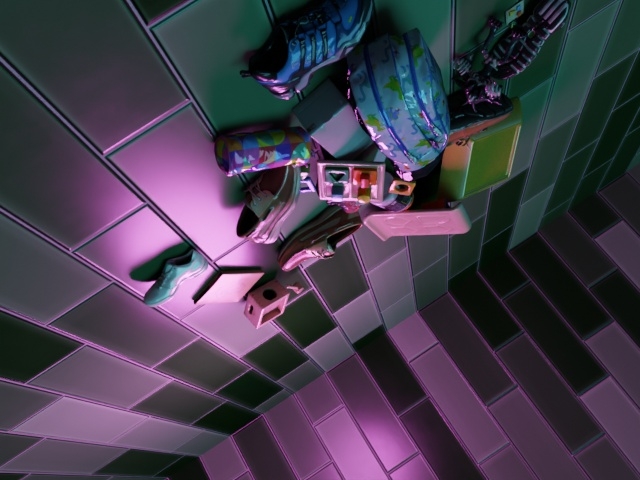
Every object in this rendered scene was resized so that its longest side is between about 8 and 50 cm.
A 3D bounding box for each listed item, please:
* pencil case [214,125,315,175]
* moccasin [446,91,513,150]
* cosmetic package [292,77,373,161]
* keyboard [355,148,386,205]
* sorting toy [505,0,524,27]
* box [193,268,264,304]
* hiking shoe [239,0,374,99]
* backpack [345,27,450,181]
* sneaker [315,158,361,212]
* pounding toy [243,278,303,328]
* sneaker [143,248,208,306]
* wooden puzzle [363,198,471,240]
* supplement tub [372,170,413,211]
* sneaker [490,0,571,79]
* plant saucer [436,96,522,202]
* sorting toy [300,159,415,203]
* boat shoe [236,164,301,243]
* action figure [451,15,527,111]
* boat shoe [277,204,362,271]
[{"bbox_3d":[-0.132,-0.211,1.484,0.236,0.105,0.104,-10,147,-28],"label":"pencil case"},{"bbox_3d":[0.416,-0.351,1.908,0.379,0.139,0.147,-28,157,-14],"label":"moccasin"},{"bbox_3d":[0.043,-0.294,1.583,0.127,0.107,0.238,-38,153,10],"label":"cosmetic package"},{"bbox_3d":[0.165,-0.222,1.852,0.072,0.014,0.256,-7,122,-60],"label":"keyboard"},{"bbox_3d":[0.537,-0.619,1.715,0.062,0.012,0.083,-38,156,6],"label":"sorting toy"},{"bbox_3d":[-0.304,0.155,2.077,0.164,0.021,0.201,-47,154,26],"label":"box"},{"bbox_3d":[-0.018,-0.411,1.264,0.304,0.113,0.132,-44,155,20],"label":"hiking shoe"},{"bbox_3d":[0.188,-0.339,1.479,0.273,0.291,0.355,-17,155,36],"label":"backpack"},{"bbox_3d":[0.052,-0.153,1.863,0.135,0.098,0.276,-32,154,-7],"label":"sneaker"},{"bbox_3d":[-0.165,0.191,2.248,0.206,0.094,0.181,-29,153,-36],"label":"pounding toy"},{"bbox_3d":[-0.426,0.098,1.766,0.212,0.080,0.094,-39,145,-7],"label":"sneaker"},{"bbox_3d":[0.361,-0.083,2.280,0.347,0.081,0.322,-7,166,19],"label":"wooden puzzle"},{"bbox_3d":[0.233,-0.158,2.062,0.117,0.117,0.190,-42,155,17],"label":"supplement tub"},{"bbox_3d":[0.614,-0.578,1.791,0.162,0.106,0.281,-30,169,-47],"label":"sneaker"},{"bbox_3d":[0.569,-0.293,2.161,0.332,0.081,0.333,-23,135,-25],"label":"plant saucer"},{"bbox_3d":[0.084,-0.149,1.689,0.347,0.047,0.196,2,151,5],"label":"sorting toy"},{"bbox_3d":[-0.144,-0.109,1.670,0.116,0.123,0.325,-2,135,-30],"label":"boat shoe"},{"bbox_3d":[0.450,-0.467,1.721,0.141,0.164,0.276,-38,155,-45],"label":"action figure"},{"bbox_3d":[0.000,0.000,2.054,0.324,0.120,0.122,-41,155,13],"label":"boat shoe"}]
